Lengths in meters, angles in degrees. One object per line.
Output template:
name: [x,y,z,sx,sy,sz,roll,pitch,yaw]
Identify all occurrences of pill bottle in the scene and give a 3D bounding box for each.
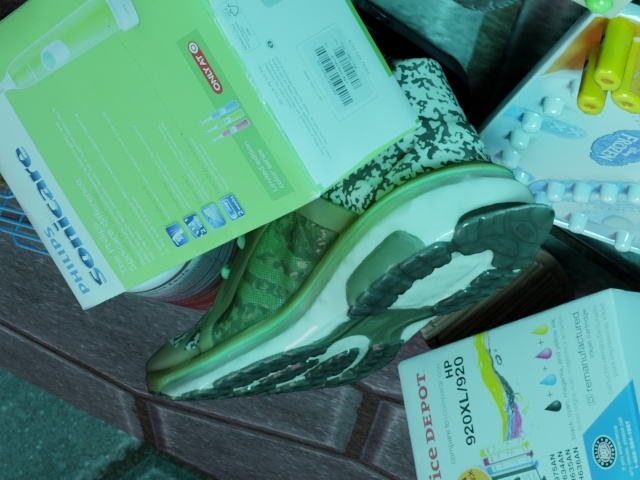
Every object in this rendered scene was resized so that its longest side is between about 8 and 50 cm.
pill bottle: [-0.135,-0.012,1.440,0.121,0.121,0.216,15,177,26]

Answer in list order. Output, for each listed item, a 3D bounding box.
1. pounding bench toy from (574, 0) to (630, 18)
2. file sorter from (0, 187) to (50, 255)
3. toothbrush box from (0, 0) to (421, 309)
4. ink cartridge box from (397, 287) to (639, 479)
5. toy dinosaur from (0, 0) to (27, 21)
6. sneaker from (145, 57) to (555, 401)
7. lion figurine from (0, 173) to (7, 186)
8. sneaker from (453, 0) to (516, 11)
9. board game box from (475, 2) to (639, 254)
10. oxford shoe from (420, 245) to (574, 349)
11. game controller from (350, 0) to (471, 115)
pounding bench toy: [0.161,-0.166,1.024,0.052,0.065,0.083,25,163,-5]
file sorter: [-0.309,-0.063,1.868,0.118,0.104,0.170,14,160,27]
toothbrush box: [-0.104,-0.098,1.184,0.283,0.122,0.206,-25,98,46]
ink cartridge box: [0.215,0.160,1.498,0.233,0.171,0.168,-23,158,39]
toy dinosaur: [-0.265,-0.210,1.356,0.314,0.121,0.160,28,176,0]
sneaker: [0.000,0.000,1.308,0.158,0.182,0.410,4,153,-42]
lion figurine: [-0.198,-0.107,1.548,0.392,0.142,0.240,13,167,20]
sneaker: [0.110,-0.221,0.901,0.130,0.109,0.286,34,152,-9]
board game box: [0.308,-0.018,1.233,0.390,0.050,0.390,19,163,-6]
oxford shoe: [0.101,-0.003,1.544,0.397,0.140,0.146,33,-159,-52]
game controller: [-0.040,-0.163,1.291,0.319,0.067,0.166,30,162,-23]
